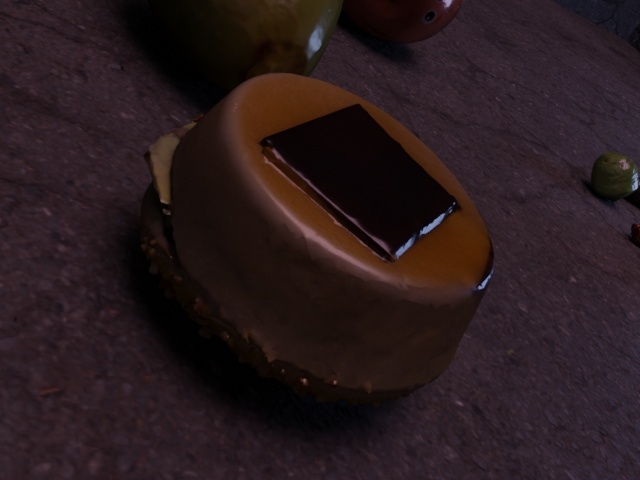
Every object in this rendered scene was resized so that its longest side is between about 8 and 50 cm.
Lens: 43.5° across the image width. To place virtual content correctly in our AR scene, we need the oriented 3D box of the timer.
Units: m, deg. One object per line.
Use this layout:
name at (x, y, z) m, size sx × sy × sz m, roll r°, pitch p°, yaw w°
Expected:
timer at (0.152, -0.474, 1.462) m, size 0.230 × 0.229 × 0.215 m, roll 39°, pitch 35°, yaw 8°

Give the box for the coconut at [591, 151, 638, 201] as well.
coconut at (0.546, -0.116, 1.491) m, size 0.088 × 0.096 × 0.088 m, roll -7°, pitch 27°, yaw 3°

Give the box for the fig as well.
fig at (-0.088, -0.313, 0.964) m, size 0.258 × 0.258 × 0.326 m, roll 16°, pitch 51°, yaw -31°

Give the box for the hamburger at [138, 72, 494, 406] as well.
hamburger at (0.000, 0.000, 0.666) m, size 0.302 × 0.170 × 0.302 m, roll 25°, pitch 35°, yaw -19°

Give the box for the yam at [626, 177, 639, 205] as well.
yam at (0.698, -0.065, 1.597) m, size 0.274 × 0.061 × 0.061 m, roll 27°, pitch 30°, yaw -11°

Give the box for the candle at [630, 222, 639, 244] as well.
candle at (0.594, -0.004, 1.404) m, size 0.131 × 0.052 × 0.052 m, roll 17°, pitch 34°, yaw -27°
